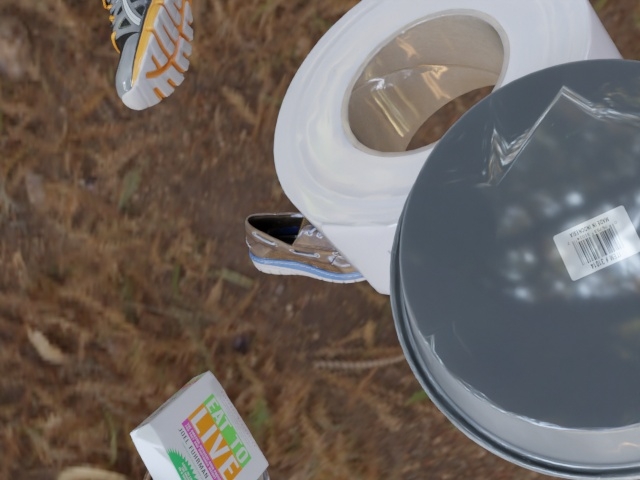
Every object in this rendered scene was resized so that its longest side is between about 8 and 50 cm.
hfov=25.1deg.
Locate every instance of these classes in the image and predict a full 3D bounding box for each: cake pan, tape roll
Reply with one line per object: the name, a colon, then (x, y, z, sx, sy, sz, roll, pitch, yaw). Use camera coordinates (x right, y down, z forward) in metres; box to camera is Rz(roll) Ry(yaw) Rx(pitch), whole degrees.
cake pan: (0.180, 0.007, 0.935, 0.293, 0.054, 0.293, -6, 69, 16)
tape roll: (0.104, -0.098, 1.156, 0.286, 0.100, 0.286, -20, 46, 23)

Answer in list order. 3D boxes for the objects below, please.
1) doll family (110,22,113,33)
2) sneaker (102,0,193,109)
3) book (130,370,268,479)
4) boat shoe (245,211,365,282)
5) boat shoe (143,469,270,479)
doll family: (-0.238, -0.304, 1.766, 0.076, 0.111, 0.193, -21, 97, -4)
sneaker: (-0.163, -0.216, 1.315, 0.083, 0.084, 0.215, 1, 65, 13)
book: (-0.096, 0.167, 1.130, 0.035, 0.144, 0.096, -26, 95, 17)
boat shoe: (0.000, 0.000, 1.495, 0.183, 0.066, 0.066, -2, 43, 26)
boat shoe: (-0.133, 0.321, 1.252, 0.123, 0.116, 0.324, -10, 60, 30)
